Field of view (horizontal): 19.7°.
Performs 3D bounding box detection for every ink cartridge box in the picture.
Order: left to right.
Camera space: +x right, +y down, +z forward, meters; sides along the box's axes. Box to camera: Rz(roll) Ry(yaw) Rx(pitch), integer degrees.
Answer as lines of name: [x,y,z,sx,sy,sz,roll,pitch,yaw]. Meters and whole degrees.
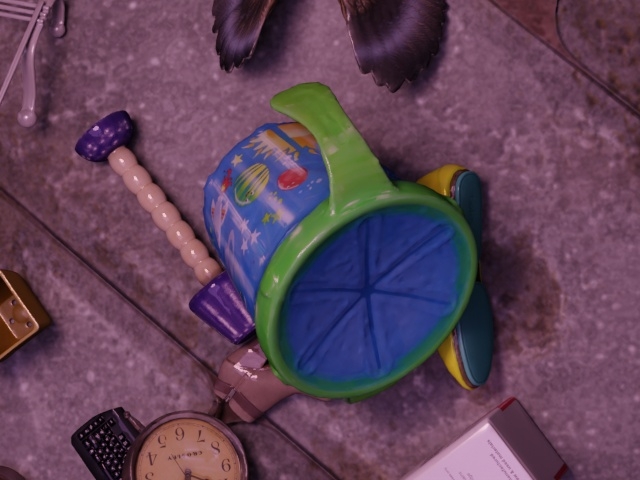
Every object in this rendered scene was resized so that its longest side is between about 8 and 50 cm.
ink cartridge box: [0.117,0.273,1.840,0.237,0.172,0.100,-39,83,13]

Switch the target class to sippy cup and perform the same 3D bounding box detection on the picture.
sippy cup: [0.000,0.000,1.817,0.224,0.240,0.305,47,116,45]

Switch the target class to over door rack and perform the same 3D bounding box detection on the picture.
over door rack: [-0.433,-0.146,1.936,0.240,0.108,0.324,11,52,13]

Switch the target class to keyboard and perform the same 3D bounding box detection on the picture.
keyboard: [-0.189,0.265,1.991,0.100,0.038,0.192,-39,84,13]

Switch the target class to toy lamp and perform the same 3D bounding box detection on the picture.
toy lamp: [-0.153,-0.010,1.950,0.080,0.080,0.274,-40,80,13]

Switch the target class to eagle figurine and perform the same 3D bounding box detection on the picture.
eagle figurine: [-0.003,-0.319,1.862,0.226,0.225,0.298,40,142,49]

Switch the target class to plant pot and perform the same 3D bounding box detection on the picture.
plant pot: [-0.340,0.082,1.998,0.081,0.083,0.081,-37,83,14]

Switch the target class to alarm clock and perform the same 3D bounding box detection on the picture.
alarm clock: [-0.140,0.267,1.936,0.129,0.064,0.192,-6,71,-19]

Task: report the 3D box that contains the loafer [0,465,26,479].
loafer: [-0.478,0.374,2.024,0.366,0.130,0.134,-41,82,13]

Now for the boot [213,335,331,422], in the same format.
boot: [-0.053,0.159,1.952,0.118,0.042,0.087,39,108,11]

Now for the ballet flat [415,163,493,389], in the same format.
ballet flat: [0.130,0.038,1.885,0.077,0.077,0.231,-4,89,36]
